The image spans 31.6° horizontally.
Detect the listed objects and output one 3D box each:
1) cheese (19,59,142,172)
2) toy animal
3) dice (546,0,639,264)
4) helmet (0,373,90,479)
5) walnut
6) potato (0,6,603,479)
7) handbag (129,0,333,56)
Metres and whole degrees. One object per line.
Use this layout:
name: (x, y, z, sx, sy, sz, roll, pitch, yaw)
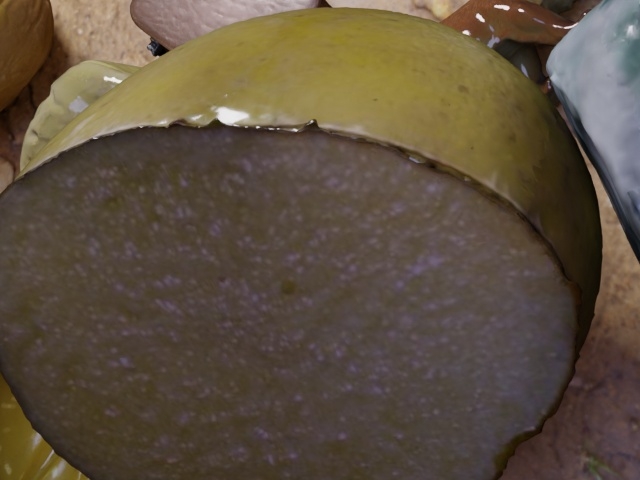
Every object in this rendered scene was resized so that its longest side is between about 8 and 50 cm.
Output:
cheese: (-0.184, -0.058, 1.100, 0.226, 0.117, 0.214, 32, 104, 17)
toy animal: (0.144, -0.177, 1.036, 0.312, 0.097, 0.158, -34, 57, 13)
dice: (0.363, -0.063, 0.765, 0.348, 0.328, 0.330, -33, 82, 12)
helmet: (-0.253, 0.176, 1.062, 0.205, 0.140, 0.257, 18, 97, 21)
walnut: (-0.382, -0.212, 1.180, 0.225, 0.193, 0.193, -44, 68, -5)
potato: (0.000, 0.000, 0.884, 0.441, 0.386, 0.319, -5, 35, 22)
handbag: (-0.091, -0.221, 1.132, 0.193, 0.072, 0.151, 34, 91, 21)
